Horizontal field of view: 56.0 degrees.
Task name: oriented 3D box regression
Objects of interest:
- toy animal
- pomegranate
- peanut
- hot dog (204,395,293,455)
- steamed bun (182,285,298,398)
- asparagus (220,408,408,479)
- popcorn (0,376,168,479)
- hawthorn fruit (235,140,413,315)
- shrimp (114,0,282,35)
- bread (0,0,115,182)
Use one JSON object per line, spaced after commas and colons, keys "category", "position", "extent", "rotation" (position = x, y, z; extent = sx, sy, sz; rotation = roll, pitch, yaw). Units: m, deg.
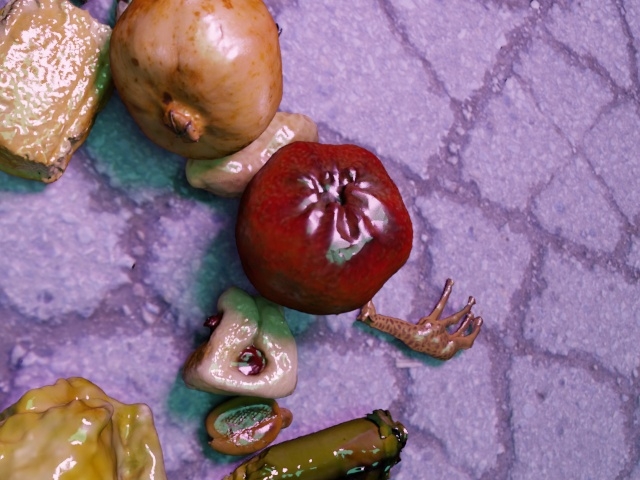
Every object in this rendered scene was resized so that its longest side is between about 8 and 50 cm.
{"category": "toy animal", "position": [0.190, 0.155, 1.106], "extent": [0.276, 0.054, 0.149], "rotation": [-9, 89, -27]}
{"category": "pomegranate", "position": [-0.158, -0.224, 0.794], "extent": [0.248, 0.248, 0.248], "rotation": [1, 87, -28]}
{"category": "peanut", "position": [-0.100, -0.132, 0.937], "extent": [0.229, 0.098, 0.103], "rotation": [-34, 66, -25]}
{"category": "hot dog", "position": [-0.109, 0.282, 0.936], "extent": [0.140, 0.060, 0.089], "rotation": [-18, 84, -21]}
{"category": "steamed bun", "position": [-0.111, 0.149, 0.898], "extent": [0.172, 0.141, 0.155], "rotation": [11, 79, -24]}
{"category": "asparagus", "position": [-0.038, 0.366, 0.940], "extent": [0.382, 0.108, 0.128], "rotation": [-8, 127, -27]}
{"category": "popcorn", "position": [-0.317, 0.324, 0.703], "extent": [0.312, 0.312, 0.312], "rotation": [1, 87, -28]}
{"category": "hawthorn fruit", "position": [0.000, 0.000, 0.883], "extent": [0.254, 0.300, 0.254], "rotation": [1, 65, -3]}
{"category": "shrimp", "position": [-0.149, -0.371, 0.940], "extent": [0.365, 0.071, 0.233], "rotation": [-46, 115, -20]}
{"category": "bread", "position": [-0.365, -0.205, 0.783], "extent": [0.174, 0.121, 0.245], "rotation": [31, 70, -33]}
